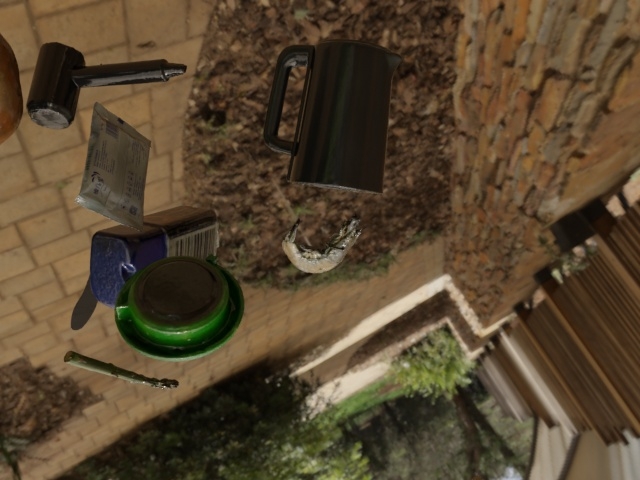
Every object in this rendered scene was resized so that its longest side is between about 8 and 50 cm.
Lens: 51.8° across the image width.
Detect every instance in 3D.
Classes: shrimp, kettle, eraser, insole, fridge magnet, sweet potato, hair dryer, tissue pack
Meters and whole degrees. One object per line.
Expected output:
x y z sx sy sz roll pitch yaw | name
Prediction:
0.000 0.000 1.483 0.150 0.051 0.217 25 132 -19 | shrimp
0.032 -0.265 1.445 0.203 0.307 0.262 4 -176 -44 | kettle
-0.312 0.029 1.290 0.332 0.102 0.154 -30 128 -68 | eraser
-0.459 0.108 1.309 0.053 0.002 0.152 14 97 -59 | insole
-0.227 0.103 1.070 0.208 0.208 0.088 -22 144 -25 | fridge magnet
-0.443 -0.177 0.845 0.112 0.112 0.359 -19 159 -33 | sweet potato
-0.313 -0.230 0.977 0.248 0.114 0.070 1 162 13 | hair dryer
-0.322 -0.115 1.051 0.026 0.192 0.123 -21 145 28 | tissue pack

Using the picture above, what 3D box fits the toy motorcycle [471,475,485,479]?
0.110 0.353 0.474 0.410 0.237 0.168 -41 153 -27 | toy motorcycle

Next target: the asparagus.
-0.344 0.236 1.168 0.025 0.024 0.248 -35 141 20 | asparagus
